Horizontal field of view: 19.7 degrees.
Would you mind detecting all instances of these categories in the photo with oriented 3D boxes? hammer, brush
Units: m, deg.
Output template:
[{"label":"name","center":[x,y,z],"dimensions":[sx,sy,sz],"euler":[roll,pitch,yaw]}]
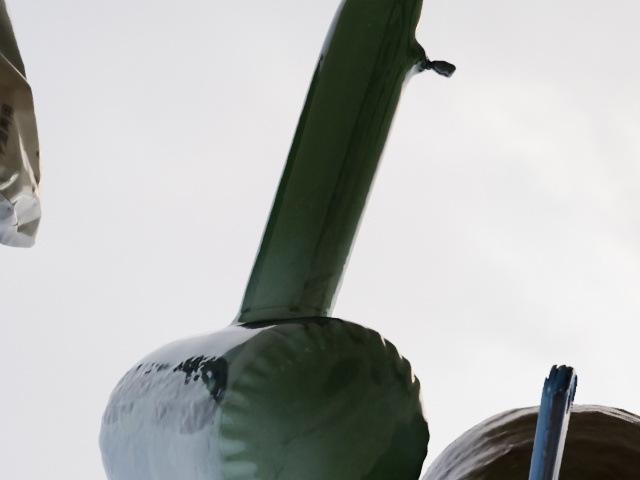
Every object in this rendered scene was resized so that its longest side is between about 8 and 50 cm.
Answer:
[{"label":"hammer","center":[0.000,0.000,0.954],"dimensions":[0.119,0.335,0.206],"euler":[25,164,-24]},{"label":"brush","center":[0.065,0.119,0.587],"dimensions":[0.014,0.164,0.051],"euler":[9,-173,12]}]

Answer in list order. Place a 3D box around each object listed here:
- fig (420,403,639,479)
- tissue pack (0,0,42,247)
[{"label":"fig","center":[0.196,0.178,0.910],"dimensions":[0.321,0.217,0.217],"euler":[-4,-160,1]},{"label":"tissue pack","center":[-0.357,-0.168,1.147],"dimensions":[0.390,0.195,0.375],"euler":[24,-152,-28]}]
